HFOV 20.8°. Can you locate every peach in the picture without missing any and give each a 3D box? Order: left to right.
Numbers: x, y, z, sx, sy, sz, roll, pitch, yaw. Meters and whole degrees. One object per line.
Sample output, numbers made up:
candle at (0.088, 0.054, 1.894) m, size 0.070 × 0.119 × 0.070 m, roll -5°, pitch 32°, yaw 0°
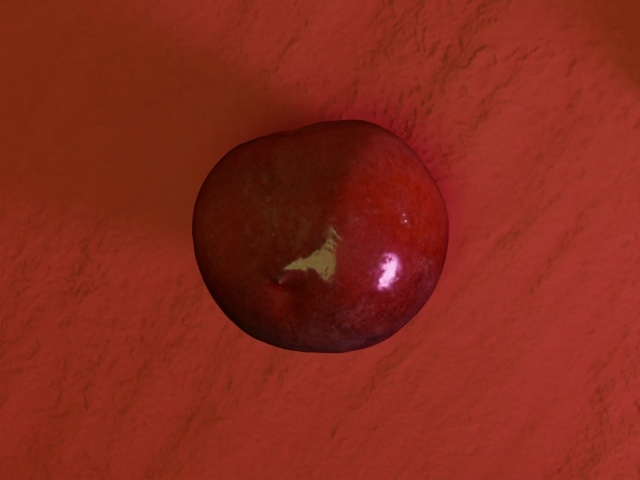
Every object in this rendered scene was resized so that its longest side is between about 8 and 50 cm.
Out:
peach at (0.000, 0.000, 1.712) m, size 0.252 × 0.252 × 0.252 m, roll 4°, pitch 105°, yaw 15°
